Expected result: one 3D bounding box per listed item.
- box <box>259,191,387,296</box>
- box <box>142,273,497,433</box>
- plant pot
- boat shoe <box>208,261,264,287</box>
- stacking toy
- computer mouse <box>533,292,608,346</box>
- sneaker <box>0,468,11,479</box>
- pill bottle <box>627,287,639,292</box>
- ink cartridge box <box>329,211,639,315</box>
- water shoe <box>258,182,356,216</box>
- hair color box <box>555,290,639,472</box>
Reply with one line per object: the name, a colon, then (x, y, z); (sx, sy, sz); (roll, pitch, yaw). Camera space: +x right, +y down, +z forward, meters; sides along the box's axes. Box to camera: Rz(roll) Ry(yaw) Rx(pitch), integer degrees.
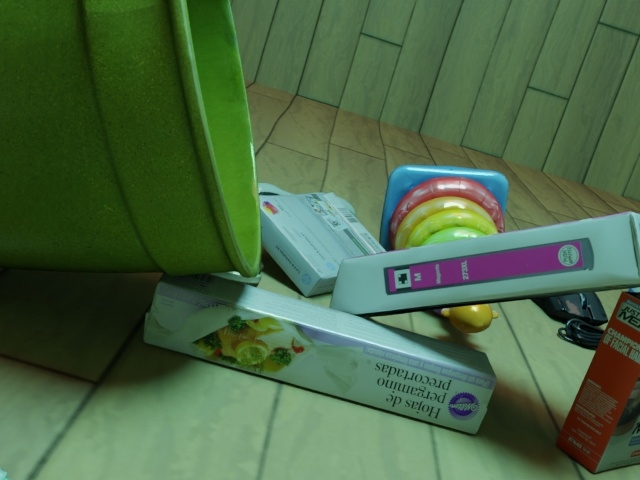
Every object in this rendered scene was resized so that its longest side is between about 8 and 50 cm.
box: (0.000, 0.000, 1.120); (0.145, 0.038, 0.186); (48, 26, 21)
box: (0.000, 0.100, 0.811); (0.323, 0.063, 0.067); (16, 16, -5)
plant pot: (-0.256, -0.123, 0.756); (0.352, 0.367, 0.366); (-9, 17, 1)
boat shoe: (-0.140, -0.030, 1.048); (0.095, 0.095, 0.257); (6, 19, -36)
stacking toy: (0.176, 0.033, 1.124); (0.175, 0.166, 0.302); (3, 28, -3)
computer mouse: (0.408, 0.093, 1.289); (0.184, 0.060, 0.262); (14, 16, -10)
sneaker: (-0.170, 0.133, 0.450); (0.151, 0.094, 0.256); (8, 27, -13)
pill bottle: (0.384, 0.099, 0.937); (0.124, 0.222, 0.124); (17, 15, -5)
ink cartridge box: (0.154, 0.036, 0.857); (0.370, 0.069, 0.175); (-13, -9, 35)
water shoe: (-0.029, -0.024, 1.246); (0.203, 0.073, 0.080); (8, 46, -36)
hair color box: (0.298, 0.133, 0.826); (0.093, 0.167, 0.053); (3, 21, -40)
